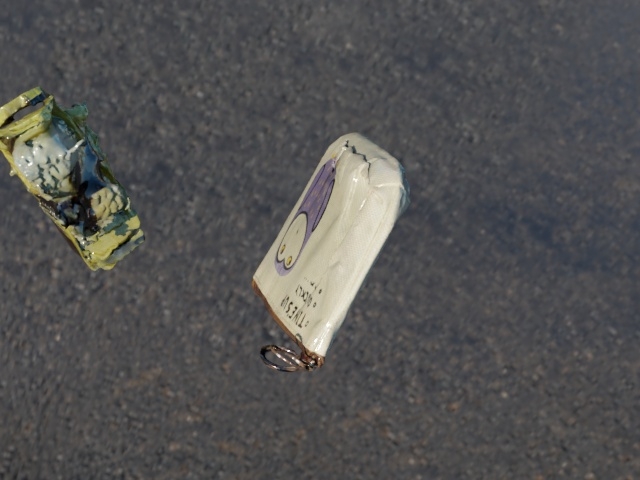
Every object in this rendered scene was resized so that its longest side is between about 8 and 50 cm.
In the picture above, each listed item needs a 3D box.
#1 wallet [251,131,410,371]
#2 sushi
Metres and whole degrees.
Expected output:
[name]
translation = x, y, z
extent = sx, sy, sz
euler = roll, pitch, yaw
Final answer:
[wallet]
translation = 0.002, 0.003, 1.436
extent = 0.068, 0.274, 0.335
euler = 31, 6, -19
[sushi]
translation = -0.327, -0.087, 1.575
extent = 0.139, 0.291, 0.131
euler = -37, 37, -8
